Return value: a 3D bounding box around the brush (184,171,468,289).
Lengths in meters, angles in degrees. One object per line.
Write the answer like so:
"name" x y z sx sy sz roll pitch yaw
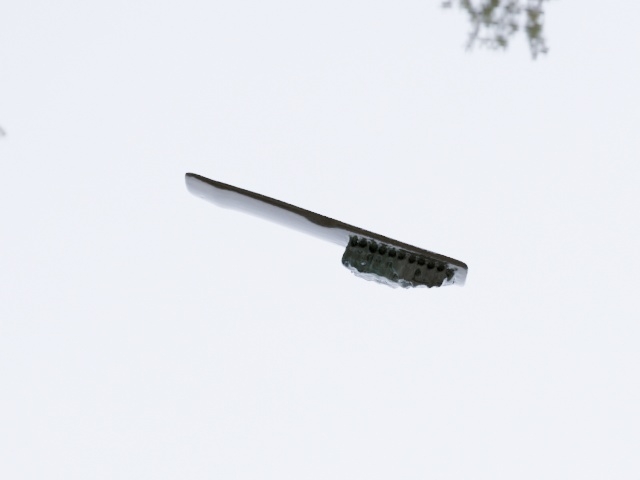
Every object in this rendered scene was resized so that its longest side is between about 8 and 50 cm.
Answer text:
"brush" 0.000 0.000 0.848 0.190 0.034 0.027 20 -109 7
